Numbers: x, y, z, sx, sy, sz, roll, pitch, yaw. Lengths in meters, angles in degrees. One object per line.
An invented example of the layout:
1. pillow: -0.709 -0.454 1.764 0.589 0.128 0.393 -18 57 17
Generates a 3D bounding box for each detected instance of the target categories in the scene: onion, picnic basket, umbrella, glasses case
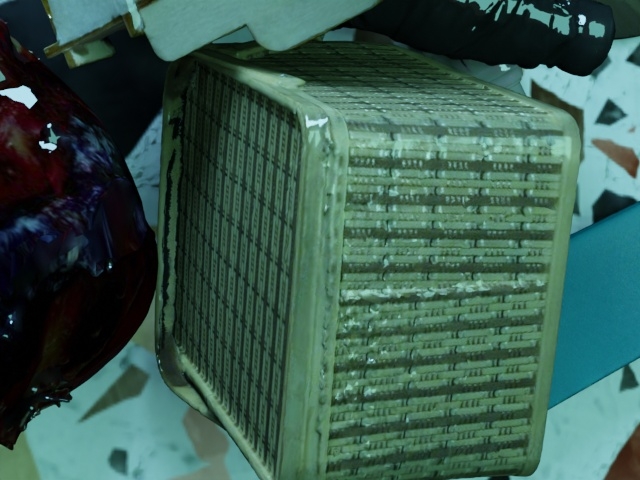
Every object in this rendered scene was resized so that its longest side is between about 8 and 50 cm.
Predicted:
1. onion: -0.220 0.018 0.801 0.281 0.221 0.281 2 90 -68
2. picnic basket: 0.000 0.000 0.871 0.175 0.313 0.228 -1 107 -20
3. umbrella: 0.038 -0.187 1.011 0.357 0.106 0.113 12 110 -9
4. glasses case: 0.175 0.070 1.116 0.301 0.070 0.117 -23 89 -26

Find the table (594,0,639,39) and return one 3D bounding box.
1. table: 0.283 -0.307 1.109 0.317 0.249 0.317 4 82 -28

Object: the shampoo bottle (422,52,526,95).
1. shampoo bottle: 0.089 -0.224 1.086 0.092 0.092 0.303 -34 101 -27

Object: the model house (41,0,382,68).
1. model house: 0.001 -0.219 0.849 0.169 0.326 0.244 64 25 -7
